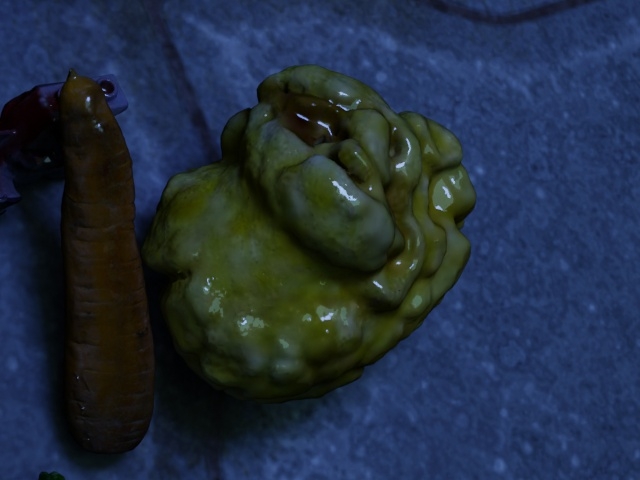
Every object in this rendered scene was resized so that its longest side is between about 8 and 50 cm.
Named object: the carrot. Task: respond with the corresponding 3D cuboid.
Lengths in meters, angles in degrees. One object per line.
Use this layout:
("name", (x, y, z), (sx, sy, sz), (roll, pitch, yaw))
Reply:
("carrot", (-0.133, 0.017, 0.871), (0.059, 0.059, 0.248), (-11, 108, -31))

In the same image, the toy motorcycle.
("toy motorcycle", (-0.214, -0.065, 0.862), (0.213, 0.122, 0.082), (-17, 71, -32))

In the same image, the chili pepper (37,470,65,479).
("chili pepper", (-0.181, 0.228, 0.839), (0.073, 0.050, 0.182), (35, 60, -9))

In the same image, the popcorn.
("popcorn", (0.000, 0.000, 0.915), (0.226, 0.203, 0.200), (3, 69, -19))
